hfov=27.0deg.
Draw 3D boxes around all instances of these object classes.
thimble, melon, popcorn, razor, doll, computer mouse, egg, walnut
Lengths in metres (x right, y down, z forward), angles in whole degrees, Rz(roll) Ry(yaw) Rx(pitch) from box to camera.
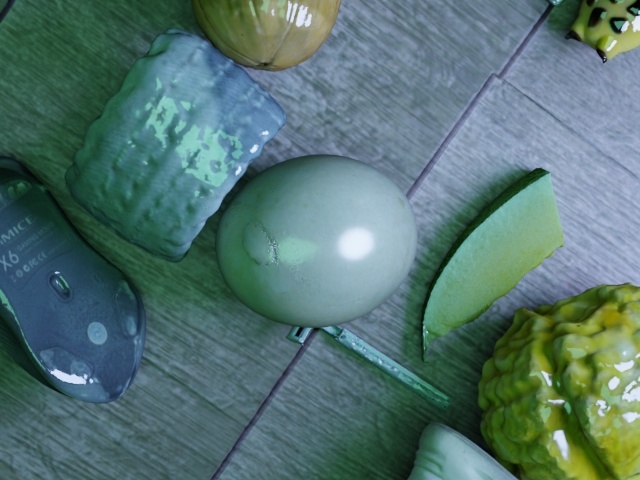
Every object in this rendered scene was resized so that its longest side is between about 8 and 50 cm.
[{"bbox_3d":[-0.162,-0.098,1.410,0.172,0.250,0.205,37,47,-6],"label":"thimble"},{"bbox_3d":[0.193,0.033,1.551,0.114,0.053,0.262,37,96,-26],"label":"melon"},{"bbox_3d":[0.309,0.175,1.480,0.258,0.224,0.270,19,99,-12],"label":"popcorn"},{"bbox_3d":[0.065,0.136,1.549,0.211,0.036,0.084,36,72,-13],"label":"razor"},{"bbox_3d":[0.395,-0.320,1.502,0.117,0.086,0.291,42,90,22],"label":"doll"},{"bbox_3d":[-0.331,0.019,1.449,0.090,0.167,0.379,-25,101,42],"label":"computer mouse"},{"bbox_3d":[0.000,0.000,1.437,0.253,0.186,0.186,-9,99,-47],"label":"egg"},{"bbox_3d":[-0.058,-0.275,1.423,0.165,0.165,0.197,0,78,-5],"label":"walnut"}]

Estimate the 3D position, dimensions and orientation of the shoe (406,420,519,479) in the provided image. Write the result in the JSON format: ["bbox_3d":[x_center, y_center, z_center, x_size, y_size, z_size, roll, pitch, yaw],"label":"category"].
[{"bbox_3d":[0.192,0.340,1.420,0.159,0.124,0.316,-46,61,-7],"label":"shoe"}]

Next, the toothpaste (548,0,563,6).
[{"bbox_3d":[0.210,-0.357,1.505,0.218,0.041,0.064,39,102,-11],"label":"toothpaste"}]
